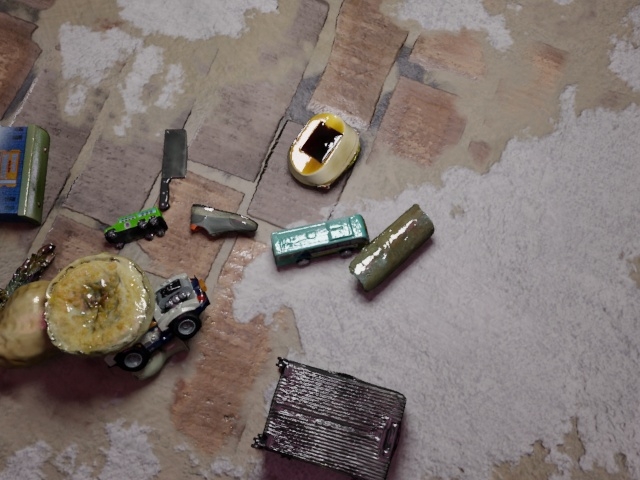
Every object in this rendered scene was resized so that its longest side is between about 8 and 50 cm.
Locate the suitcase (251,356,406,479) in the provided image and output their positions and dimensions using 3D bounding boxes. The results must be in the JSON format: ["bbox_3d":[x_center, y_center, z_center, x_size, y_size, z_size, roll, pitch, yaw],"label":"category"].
[{"bbox_3d":[0.026,0.435,1.555,0.335,0.152,0.229,16,78,4],"label":"suitcase"}]

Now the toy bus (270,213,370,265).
[{"bbox_3d":[0.000,0.000,1.685,0.262,0.109,0.091,-14,70,-2],"label":"toy bus"}]

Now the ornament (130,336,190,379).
[{"bbox_3d":[-0.419,0.296,1.639,0.156,0.081,0.075,-32,86,-10],"label":"ornament"}]

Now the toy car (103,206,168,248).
[{"bbox_3d":[-0.501,-0.036,1.731,0.165,0.071,0.062,-18,61,-2],"label":"toy car"}]

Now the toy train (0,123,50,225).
[{"bbox_3d":[-0.859,-0.181,1.747,0.202,0.131,0.299,0,77,0],"label":"toy train"}]

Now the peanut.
[{"bbox_3d":[-0.676,0.179,1.632,0.387,0.169,0.192,-33,87,-9],"label":"peanut"}]

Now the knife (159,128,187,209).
[{"bbox_3d":[-0.411,-0.202,1.793,0.072,0.019,0.245,1,74,1],"label":"knife"}]

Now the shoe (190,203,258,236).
[{"bbox_3d":[-0.264,-0.043,1.726,0.194,0.074,0.077,15,89,8],"label":"shoe"}]

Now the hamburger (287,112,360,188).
[{"bbox_3d":[0.007,-0.245,1.745,0.173,0.116,0.210,29,83,17],"label":"hamburger"}]

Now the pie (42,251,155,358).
[{"bbox_3d":[-0.529,0.156,1.522,0.274,0.055,0.274,-1,71,3],"label":"pie"}]

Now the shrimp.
[{"bbox_3d":[-0.792,0.109,1.632,0.054,0.222,0.290,34,71,6],"label":"shrimp"}]

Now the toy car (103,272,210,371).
[{"bbox_3d":[-0.419,0.192,1.610,0.301,0.118,0.193,-33,34,-4],"label":"toy car"}]

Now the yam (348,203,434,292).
[{"bbox_3d":[0.185,0.022,1.671,0.259,0.106,0.106,-40,78,-8],"label":"yam"}]
